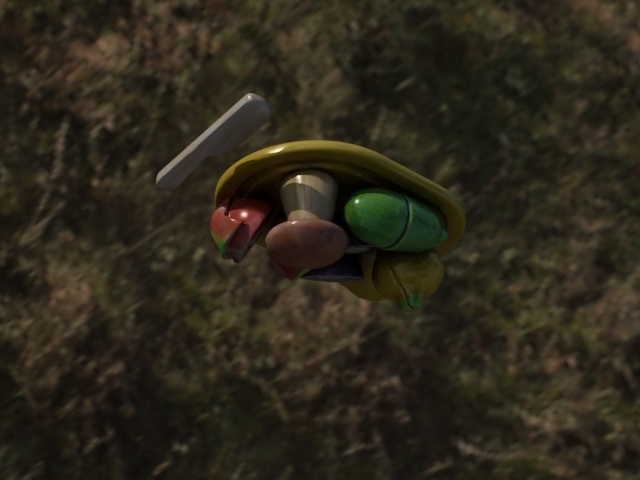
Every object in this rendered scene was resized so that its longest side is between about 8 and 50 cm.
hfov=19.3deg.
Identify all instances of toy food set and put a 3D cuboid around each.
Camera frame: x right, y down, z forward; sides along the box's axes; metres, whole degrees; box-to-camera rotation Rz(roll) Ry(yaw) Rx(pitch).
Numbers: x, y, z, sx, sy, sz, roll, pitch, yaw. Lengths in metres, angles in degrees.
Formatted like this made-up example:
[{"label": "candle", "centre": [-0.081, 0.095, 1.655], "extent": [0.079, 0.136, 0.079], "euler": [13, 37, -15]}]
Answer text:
[{"label": "toy food set", "centre": [0.000, 0.000, 1.202], "extent": [0.218, 0.128, 0.071], "euler": [24, 50, -36]}]
